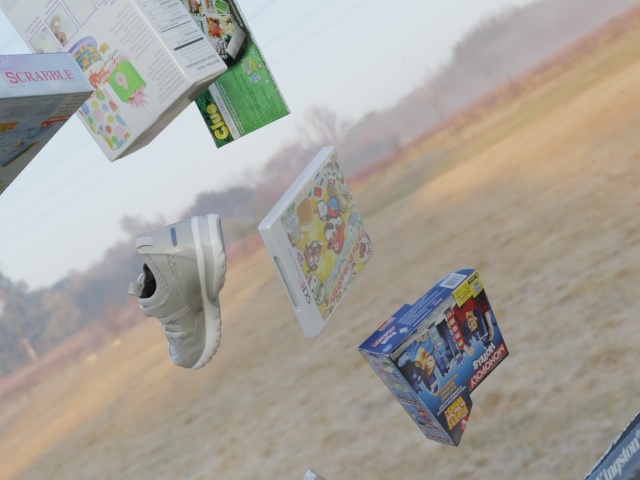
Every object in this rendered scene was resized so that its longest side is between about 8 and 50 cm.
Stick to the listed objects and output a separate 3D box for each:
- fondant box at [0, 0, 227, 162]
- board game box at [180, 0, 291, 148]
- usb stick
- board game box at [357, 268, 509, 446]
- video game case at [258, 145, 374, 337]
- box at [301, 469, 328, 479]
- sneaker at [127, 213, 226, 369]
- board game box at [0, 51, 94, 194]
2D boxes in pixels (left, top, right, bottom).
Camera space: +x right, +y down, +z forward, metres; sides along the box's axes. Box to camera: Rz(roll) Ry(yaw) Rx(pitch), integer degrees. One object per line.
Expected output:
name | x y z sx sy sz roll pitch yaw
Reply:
fondant box | -0.328 -0.322 1.900 0.238 0.330 0.096 -36 -2 41
board game box | -0.164 -0.293 1.996 0.136 0.260 0.030 -24 7 11
usb stick | 0.341 0.252 1.368 0.077 0.045 0.278 -90 19 -46
board game box | 0.163 0.168 1.662 0.194 0.194 0.060 -39 30 -31
video game case | 0.000 0.000 1.900 0.026 0.206 0.227 -3 33 33
box | 0.073 0.536 1.614 0.318 0.395 0.097 -59 -1 1
sneaker | -0.183 0.063 1.539 0.115 0.105 0.281 -2 -39 -10
board game box | -0.467 -0.090 1.425 0.318 0.066 0.318 -41 -13 30
